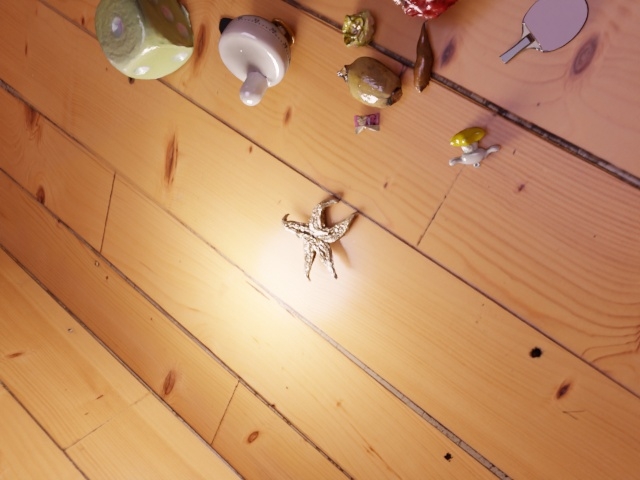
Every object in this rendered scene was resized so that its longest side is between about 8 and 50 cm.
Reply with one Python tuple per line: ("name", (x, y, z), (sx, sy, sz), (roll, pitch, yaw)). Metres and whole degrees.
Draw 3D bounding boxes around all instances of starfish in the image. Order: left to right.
("starfish", (0.002, 0.000, 1.660), (0.299, 0.060, 0.303), (0, 100, 25))

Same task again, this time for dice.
("dice", (-0.631, -0.751, 1.693), (0.254, 0.249, 0.252), (-20, 95, 34))

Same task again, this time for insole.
("insole", (-0.266, -0.695, 1.636), (0.253, 0.005, 0.086), (39, 121, 16))

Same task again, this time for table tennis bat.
("table tennis bat", (0.556, -0.528, 1.179), (0.220, 0.019, 0.130), (-35, 86, 33))

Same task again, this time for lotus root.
("lotus root", (0.141, -0.474, 1.394), (0.220, 0.118, 0.125), (32, 102, 16))

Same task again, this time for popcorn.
("popcorn", (0.113, -0.624, 1.383), (0.109, 0.089, 0.097), (-37, 96, 31))

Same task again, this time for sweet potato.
("sweet potato", (0.292, -0.518, 1.326), (0.056, 0.056, 0.195), (9, 105, 29))

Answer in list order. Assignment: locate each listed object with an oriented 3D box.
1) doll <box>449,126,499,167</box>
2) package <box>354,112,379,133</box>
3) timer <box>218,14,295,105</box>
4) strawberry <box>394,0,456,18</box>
("doll", (0.432, -0.259, 1.316), (0.135, 0.071, 0.113), (10, 118, 24))
("package", (0.146, -0.369, 1.474), (0.083, 0.029, 0.059), (-2, 97, 21))
("timer", (-0.216, -0.582, 1.496), (0.233, 0.240, 0.233), (19, 157, 8))
("strawberry", (0.307, -0.750, 1.143), (0.345, 0.295, 0.318), (-28, 70, 2))
